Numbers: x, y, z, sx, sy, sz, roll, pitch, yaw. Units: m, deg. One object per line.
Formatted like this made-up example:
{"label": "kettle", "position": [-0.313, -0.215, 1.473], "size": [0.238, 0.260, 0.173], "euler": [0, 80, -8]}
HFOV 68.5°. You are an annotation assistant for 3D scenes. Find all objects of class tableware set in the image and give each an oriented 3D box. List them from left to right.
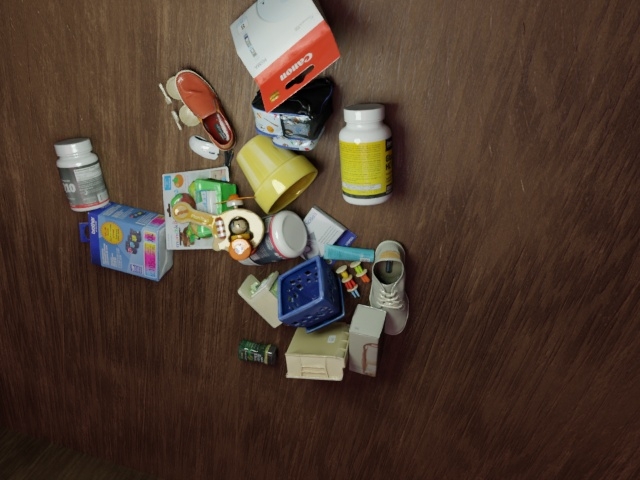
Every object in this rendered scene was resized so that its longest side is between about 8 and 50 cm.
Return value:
{"label": "tableware set", "position": [-0.524, -0.540, 1.820], "size": [0.128, 0.039, 0.194], "euler": [-18, 117, 4]}

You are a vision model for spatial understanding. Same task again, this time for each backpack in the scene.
{"label": "backpack", "position": [-0.103, -0.451, 1.659], "size": [0.263, 0.276, 0.213], "euler": [14, 131, 10]}

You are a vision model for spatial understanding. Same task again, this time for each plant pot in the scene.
{"label": "plant pot", "position": [-0.179, -0.266, 1.774], "size": [0.254, 0.254, 0.239], "euler": [-43, 84, 27]}
{"label": "plant pot", "position": [-0.028, 0.240, 1.966], "size": [0.236, 0.236, 0.212], "euler": [-29, 132, 24]}

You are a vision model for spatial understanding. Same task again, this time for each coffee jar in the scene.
{"label": "coffee jar", "position": [-0.302, 0.544, 2.280], "size": [0.184, 0.079, 0.096], "euler": [7, 117, 9]}

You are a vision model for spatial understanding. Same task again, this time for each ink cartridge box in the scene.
{"label": "ink cartridge box", "position": [-0.872, -0.005, 2.108], "size": [0.395, 0.151, 0.270], "euler": [14, 118, 8]}
{"label": "ink cartridge box", "position": [-0.126, -0.646, 1.513], "size": [0.308, 0.385, 0.091], "euler": [-31, 149, 24]}
{"label": "ink cartridge box", "position": [0.000, 0.000, 1.959], "size": [0.224, 0.045, 0.223], "euler": [35, 118, -5]}

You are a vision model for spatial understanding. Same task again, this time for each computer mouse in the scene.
{"label": "computer mouse", "position": [-0.447, -0.357, 1.891], "size": [0.193, 0.042, 0.106], "euler": [23, 119, 1]}

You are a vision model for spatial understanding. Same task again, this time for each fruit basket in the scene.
{"label": "fruit basket", "position": [-0.514, -0.126, 1.922], "size": [0.353, 0.165, 0.327], "euler": [-1, 93, 21]}

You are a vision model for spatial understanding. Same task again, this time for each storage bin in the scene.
{"label": "storage bin", "position": [0.002, 0.478, 2.073], "size": [0.260, 0.262, 0.123], "euler": [0, 113, 13]}

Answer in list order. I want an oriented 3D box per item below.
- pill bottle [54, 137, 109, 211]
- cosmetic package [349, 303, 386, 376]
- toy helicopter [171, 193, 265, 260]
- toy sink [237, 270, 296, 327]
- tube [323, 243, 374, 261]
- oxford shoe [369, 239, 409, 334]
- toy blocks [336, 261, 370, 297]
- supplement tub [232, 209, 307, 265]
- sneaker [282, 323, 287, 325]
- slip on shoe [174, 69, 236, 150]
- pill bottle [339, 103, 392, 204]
{"label": "pill bottle", "position": [-1.014, -0.281, 1.995], "size": [0.161, 0.161, 0.283], "euler": [1, 116, 13]}
{"label": "cosmetic package", "position": [0.200, 0.433, 2.017], "size": [0.129, 0.153, 0.296], "euler": [11, 137, 15]}
{"label": "toy helicopter", "position": [-0.376, -0.081, 1.743], "size": [0.355, 0.140, 0.235], "euler": [17, 96, 2]}
{"label": "toy sink", "position": [-0.218, 0.235, 2.068], "size": [0.131, 0.153, 0.234], "euler": [-39, 101, 26]}
{"label": "tube", "position": [0.117, 0.056, 1.940], "size": [0.207, 0.052, 0.080], "euler": [5, 122, 2]}
{"label": "oxford shoe", "position": [0.284, 0.217, 1.955], "size": [0.169, 0.130, 0.449], "euler": [1, 118, 10]}
{"label": "toy blocks", "position": [0.154, 0.167, 2.001], "size": [0.123, 0.054, 0.148], "euler": [-24, 108, 23]}
{"label": "supplement tub", "position": [-0.208, -0.003, 1.903], "size": [0.272, 0.191, 0.191], "euler": [-14, 113, 35]}
{"label": "sneaker", "position": [-0.089, 0.332, 2.139], "size": [0.192, 0.064, 0.086], "euler": [-8, 106, 16]}
{"label": "slip on shoe", "position": [-0.426, -0.489, 1.767], "size": [0.123, 0.101, 0.331], "euler": [-32, 107, -5]}
{"label": "pill bottle", "position": [0.164, -0.309, 1.688], "size": [0.188, 0.188, 0.334], "euler": [1, 116, 13]}
